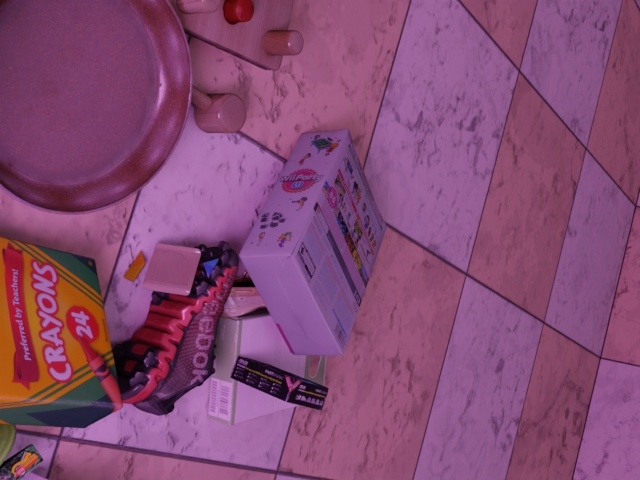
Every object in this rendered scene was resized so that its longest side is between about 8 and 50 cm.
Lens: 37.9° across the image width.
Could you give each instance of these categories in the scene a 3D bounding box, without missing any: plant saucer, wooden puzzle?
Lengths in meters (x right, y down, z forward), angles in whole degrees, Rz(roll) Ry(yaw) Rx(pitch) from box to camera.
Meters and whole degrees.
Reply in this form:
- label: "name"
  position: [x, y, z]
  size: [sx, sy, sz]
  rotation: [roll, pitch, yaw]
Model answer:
- label: "plant saucer"
  position: [-0.295, -0.187, 1.129]
  size: [0.310, 0.050, 0.311]
  rotation: [-20, 119, -40]
- label: "wooden puzzle"
  position: [-0.207, 0.040, 1.297]
  size: [0.014, 0.116, 0.079]
  rotation: [89, 17, -59]

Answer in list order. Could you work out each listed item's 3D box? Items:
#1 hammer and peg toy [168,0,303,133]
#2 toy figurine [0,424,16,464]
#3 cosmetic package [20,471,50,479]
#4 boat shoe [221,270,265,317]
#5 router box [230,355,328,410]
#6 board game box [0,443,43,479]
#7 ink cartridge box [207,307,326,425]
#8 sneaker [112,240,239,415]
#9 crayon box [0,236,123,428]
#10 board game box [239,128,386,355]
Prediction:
- label: "hammer and peg toy"
  position: [-0.129, -0.340, 1.289]
  size: [0.266, 0.127, 0.362]
  rotation: [15, 85, -54]
- label: "toy figurine"
  position: [-0.425, 0.177, 1.032]
  size: [0.159, 0.130, 0.173]
  rotation: [61, 39, -28]
- label: "cosmetic package"
  position: [-0.343, 0.409, 1.147]
  size: [0.184, 0.151, 0.151]
  rotation: [-59, 138, -29]
- label: "boat shoe"
  position: [-0.100, 0.071, 1.474]
  size: [0.170, 0.063, 0.059]
  rotation: [-22, 120, -49]
- label: "router box"
  position: [-0.062, 0.217, 1.418]
  size: [0.092, 0.122, 0.038]
  rotation: [28, 81, -51]
- label: "board game box"
  position: [-0.433, 0.328, 1.030]
  size: [0.030, 0.136, 0.259]
  rotation: [54, 49, -5]
- label: "ink cartridge box"
  position: [-0.080, 0.197, 1.533]
  size: [0.235, 0.056, 0.171]
  rotation: [-4, 101, -53]
- label: "sneaker"
  position: [-0.193, 0.131, 1.333]
  size: [0.276, 0.097, 0.135]
  rotation: [-59, 138, -24]
- label: "crayon box"
  position: [-0.372, 0.095, 1.020]
  size: [0.318, 0.081, 0.202]
  rotation: [18, 49, -54]
- label: "board game box"
  position: [0.000, 0.000, 1.504]
  size: [0.224, 0.097, 0.303]
  rotation: [66, 33, -36]
